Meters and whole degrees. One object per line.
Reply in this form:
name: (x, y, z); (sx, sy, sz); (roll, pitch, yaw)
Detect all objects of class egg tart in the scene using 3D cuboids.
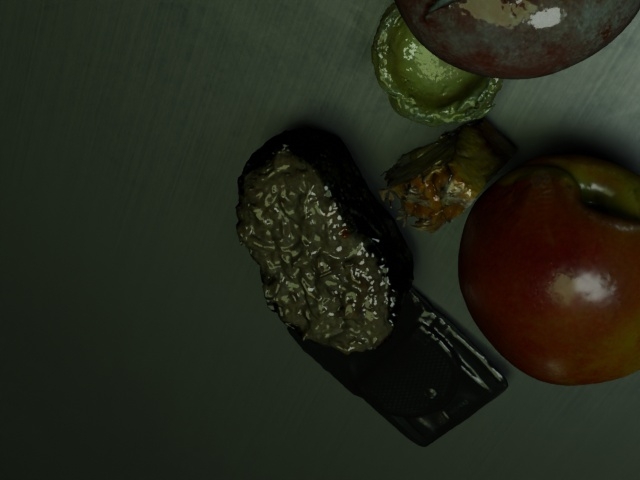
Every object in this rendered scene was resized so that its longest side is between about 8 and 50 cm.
egg tart: (0.167, -0.256, 1.320); (0.197, 0.078, 0.197); (9, 118, 17)

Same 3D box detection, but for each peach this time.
peach: (0.335, 0.051, 1.303); (0.308, 0.307, 0.332); (17, 142, 13)

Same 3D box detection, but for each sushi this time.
sushi: (0.000, 0.000, 1.467); (0.211, 0.171, 0.350); (-15, 107, 30)

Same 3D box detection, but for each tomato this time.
tomato: (0.228, -0.342, 1.110); (0.317, 0.282, 0.316); (2, 105, 9)

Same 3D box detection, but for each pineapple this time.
pineapple: (0.185, -0.091, 1.364); (0.186, 0.236, 0.114); (-44, 101, -10)

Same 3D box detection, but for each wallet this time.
wallet: (0.123, 0.193, 1.614); (0.323, 0.041, 0.247); (44, 124, 2)
